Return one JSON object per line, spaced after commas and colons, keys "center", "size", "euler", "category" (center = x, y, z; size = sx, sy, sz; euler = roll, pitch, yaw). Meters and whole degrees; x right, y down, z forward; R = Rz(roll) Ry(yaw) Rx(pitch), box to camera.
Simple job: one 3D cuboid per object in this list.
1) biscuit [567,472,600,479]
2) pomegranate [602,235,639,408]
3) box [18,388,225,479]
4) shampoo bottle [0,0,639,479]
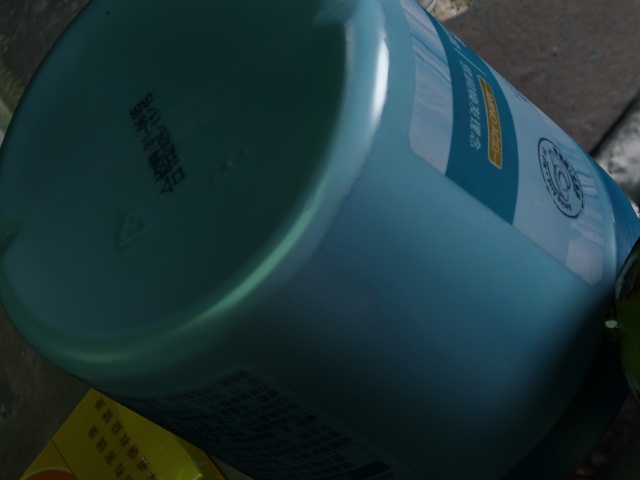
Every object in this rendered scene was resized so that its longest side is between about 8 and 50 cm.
{"center": [0.150, 0.264, 1.253], "size": [0.202, 0.047, 0.334], "euler": [-44, 54, 18], "category": "biscuit"}
{"center": [0.302, 0.054, 1.130], "size": [0.248, 0.202, 0.202], "euler": [2, 76, 7], "category": "pomegranate"}
{"center": [-0.207, 0.249, 1.532], "size": [0.269, 0.043, 0.152], "euler": [-51, 52, 14], "category": "box"}
{"center": [0.000, 0.000, 1.223], "size": [0.331, 0.342, 0.331], "euler": [-21, 54, 31], "category": "shampoo bottle"}
